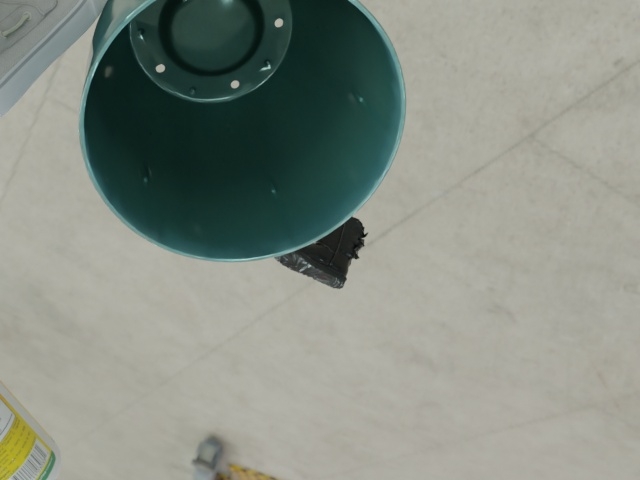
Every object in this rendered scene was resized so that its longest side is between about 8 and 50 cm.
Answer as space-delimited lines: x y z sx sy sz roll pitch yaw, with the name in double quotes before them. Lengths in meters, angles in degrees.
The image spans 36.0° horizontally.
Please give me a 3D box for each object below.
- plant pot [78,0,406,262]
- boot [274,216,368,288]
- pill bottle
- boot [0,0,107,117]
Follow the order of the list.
"plant pot" -0.089 -0.165 0.960 0.293 0.235 0.293 -8 126 -10
"boot" 0.000 0.000 1.308 0.121 0.099 0.045 27 150 -9
"pill bottle" -0.366 0.186 0.999 0.118 0.117 0.208 0 133 35
"boot" -0.306 -0.230 0.956 0.095 0.258 0.123 -6 133 34
